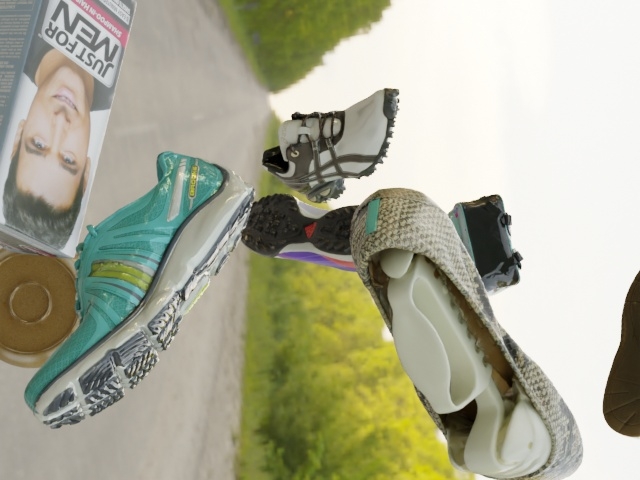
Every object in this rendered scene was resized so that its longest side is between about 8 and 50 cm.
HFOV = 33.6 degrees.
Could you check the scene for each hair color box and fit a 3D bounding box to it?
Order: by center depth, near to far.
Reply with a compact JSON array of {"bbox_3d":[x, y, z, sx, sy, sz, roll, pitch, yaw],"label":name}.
[{"bbox_3d":[-0.369,-0.183,1.372,0.185,0.113,0.375,36,62,-61],"label":"hair color box"}]

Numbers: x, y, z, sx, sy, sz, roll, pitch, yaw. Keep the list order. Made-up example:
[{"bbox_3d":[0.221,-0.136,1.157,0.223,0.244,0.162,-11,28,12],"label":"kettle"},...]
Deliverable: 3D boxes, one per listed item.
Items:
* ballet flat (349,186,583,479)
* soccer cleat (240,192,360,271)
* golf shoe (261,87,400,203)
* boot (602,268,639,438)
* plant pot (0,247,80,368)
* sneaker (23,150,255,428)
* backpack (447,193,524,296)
[{"bbox_3d":[0.170,0.163,1.270,0.483,0.164,0.182,58,25,-20],"label":"ballet flat"},{"bbox_3d":[0.000,0.000,1.624,0.116,0.318,0.109,38,68,-40],"label":"soccer cleat"},{"bbox_3d":[0.007,-0.100,1.082,0.198,0.093,0.077,-41,-145,51],"label":"golf shoe"},{"bbox_3d":[0.365,0.112,1.105,0.165,0.077,0.213,32,77,-56],"label":"boot"},{"bbox_3d":[-0.521,0.112,1.910,0.032,0.236,0.236,73,7,-85],"label":"plant pot"},{"bbox_3d":[-0.163,0.037,0.897,0.275,0.110,0.107,-57,171,-29],"label":"sneaker"},{"bbox_3d":[0.249,0.023,1.794,0.188,0.144,0.166,98,-24,-80],"label":"backpack"}]
